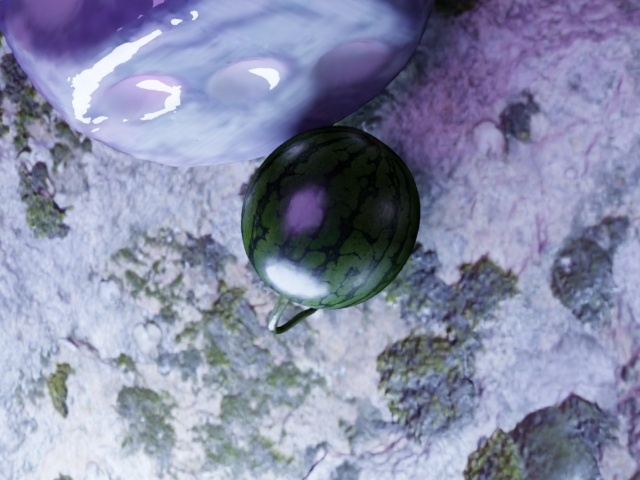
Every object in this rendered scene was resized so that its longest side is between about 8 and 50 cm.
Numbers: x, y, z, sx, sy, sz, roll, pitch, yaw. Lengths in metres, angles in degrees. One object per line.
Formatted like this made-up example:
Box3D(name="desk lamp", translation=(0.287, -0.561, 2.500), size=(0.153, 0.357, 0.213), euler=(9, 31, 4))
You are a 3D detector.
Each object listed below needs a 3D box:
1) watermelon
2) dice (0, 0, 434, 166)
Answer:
Box3D(name="watermelon", translation=(0.000, 0.000, 1.496), size=(0.141, 0.141, 0.187), euler=(35, 108, 33))
Box3D(name="dice", translation=(-0.088, -0.235, 1.475), size=(0.271, 0.270, 0.270), euler=(-30, 62, 28))
